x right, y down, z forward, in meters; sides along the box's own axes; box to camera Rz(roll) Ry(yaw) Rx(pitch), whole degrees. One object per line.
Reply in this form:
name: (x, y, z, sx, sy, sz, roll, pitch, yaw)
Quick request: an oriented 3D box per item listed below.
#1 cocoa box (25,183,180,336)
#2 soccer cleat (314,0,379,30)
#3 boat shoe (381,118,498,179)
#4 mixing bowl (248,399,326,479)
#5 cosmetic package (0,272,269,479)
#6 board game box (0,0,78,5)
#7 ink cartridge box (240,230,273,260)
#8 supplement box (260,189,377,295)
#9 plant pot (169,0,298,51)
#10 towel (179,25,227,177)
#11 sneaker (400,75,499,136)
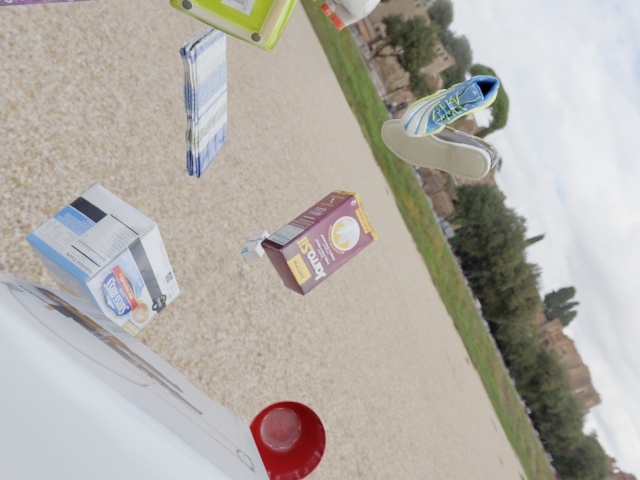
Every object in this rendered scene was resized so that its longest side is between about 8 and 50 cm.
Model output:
cocoa box: (-0.566, 0.075, 1.356, 0.231, 0.228, 0.347, 30, -33, 18)
soccer cleat: (0.007, -0.224, 0.369, 0.068, 0.076, 0.196, 33, 24, -46)
boat shoe: (0.321, -0.261, 1.378, 0.096, 0.324, 0.117, -35, 140, -43)
mixing bowl: (-0.085, 0.440, 1.138, 0.182, 0.181, 0.098, 65, -12, -4)
cosmetic package: (-0.193, 0.161, 0.484, 0.284, 0.097, 0.377, 41, -16, -3)
board game box: (-0.451, -0.540, 0.951, 0.056, 0.346, 0.208, 84, 5, -61)
ink cartridge box: (-0.151, 0.006, 1.205, 0.028, 0.048, 0.083, 54, 40, -30)
supplement box: (0.000, 0.000, 0.929, 0.080, 0.188, 0.104, 16, -42, 57)
plant pot: (-0.128, -0.481, 0.869, 0.227, 0.228, 0.207, 19, 46, -21)
towel: (-0.243, -0.301, 1.075, 0.209, 0.034, 0.285, -73, 173, -53)
sneaker: (0.299, -0.319, 1.153, 0.091, 0.240, 0.126, 63, -3, 3)
